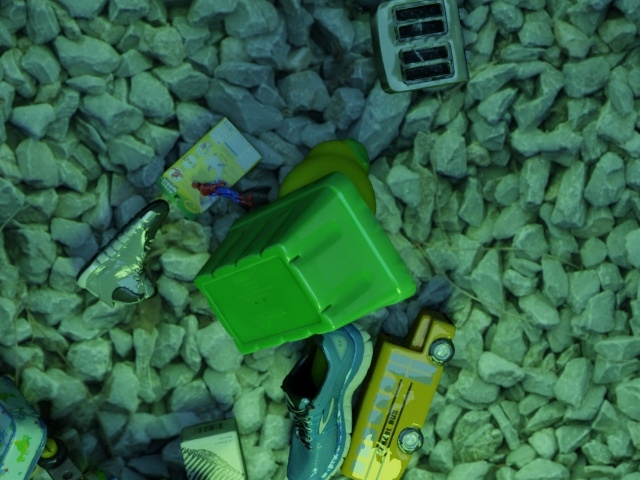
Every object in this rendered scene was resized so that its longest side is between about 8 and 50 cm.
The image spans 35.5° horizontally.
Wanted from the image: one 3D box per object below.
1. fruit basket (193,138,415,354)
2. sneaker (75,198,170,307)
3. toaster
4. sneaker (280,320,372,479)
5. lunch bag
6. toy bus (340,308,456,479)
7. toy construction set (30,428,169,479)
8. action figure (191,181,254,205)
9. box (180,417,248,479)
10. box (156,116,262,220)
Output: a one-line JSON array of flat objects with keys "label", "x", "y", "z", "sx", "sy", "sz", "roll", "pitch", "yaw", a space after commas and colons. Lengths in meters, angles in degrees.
[{"label": "fruit basket", "x": 0.000, "y": 0.000, "z": 1.756, "sx": 0.392, "sy": 0.392, "sz": 0.282, "roll": -32, "pitch": 98, "yaw": 1}, {"label": "sneaker", "x": -0.329, "y": 0.036, "z": 1.838, "sx": 0.229, "sy": 0.086, "sz": 0.132, "roll": -42, "pitch": 103, "yaw": 13}, {"label": "toaster", "x": 0.173, "y": -0.355, "z": 1.796, "sx": 0.186, "sy": 0.110, "sz": 0.168, "roll": -9, "pitch": 97, "yaw": -2}, {"label": "sneaker", "x": -0.020, "y": 0.300, "z": 1.827, "sx": 0.147, "sy": 0.130, "sz": 0.329, "roll": 2, "pitch": 105, "yaw": -41}, {"label": "lunch bag", "x": -0.591, "y": 0.353, "z": 1.798, "sx": 0.090, "sy": 0.219, "sz": 0.176, "roll": 19, "pitch": 99, "yaw": -48}, {"label": "toy bus", "x": 0.146, "y": 0.289, "z": 1.880, "sx": 0.130, "sy": 0.108, "sz": 0.332, "roll": 18, "pitch": 97, "yaw": -4}, {"label": "toy construction set", "x": -0.471, "y": 0.500, "z": 1.835, "sx": 0.237, "sy": 0.257, "sz": 0.309, "roll": 36, "pitch": 83, "yaw": 30}, {"label": "action figure", "x": -0.177, "y": -0.089, "z": 1.803, "sx": 0.115, "sy": 0.038, "sz": 0.030, "roll": 11, "pitch": 71, "yaw": 6}, {"label": "box", "x": -0.186, "y": 0.484, "z": 1.890, "sx": 0.113, "sy": 0.094, "sz": 0.275, "roll": -12, "pitch": 98, "yaw": -5}, {"label": "box", "x": -0.205, "y": -0.130, "z": 1.837, "sx": 0.179, "sy": 0.043, "sz": 0.105, "roll": -42, "pitch": 99, "yaw": 0}]
